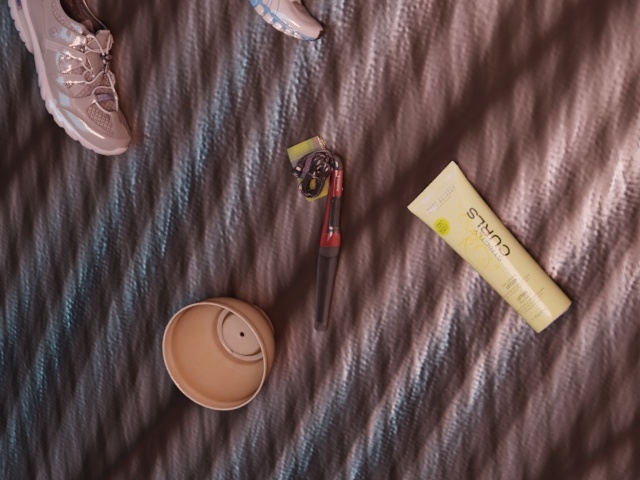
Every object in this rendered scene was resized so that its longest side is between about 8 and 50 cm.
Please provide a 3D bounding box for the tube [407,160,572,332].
[{"bbox_3d":[0.222,0.014,1.463,0.070,0.062,0.240,-40,82,-13],"label":"tube"}]

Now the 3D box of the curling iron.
[{"bbox_3d":[0.000,0.000,1.559,0.068,0.035,0.273,4,115,14],"label":"curling iron"}]

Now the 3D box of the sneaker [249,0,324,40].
[{"bbox_3d":[-0.061,-0.339,1.467,0.191,0.071,0.083,42,111,6],"label":"sneaker"}]

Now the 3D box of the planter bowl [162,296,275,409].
[{"bbox_3d":[-0.131,0.150,1.622,0.162,0.109,0.162,7,108,21],"label":"planter bowl"}]

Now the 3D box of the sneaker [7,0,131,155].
[{"bbox_3d":[-0.338,-0.253,1.588,0.115,0.105,0.281,-25,95,27],"label":"sneaker"}]

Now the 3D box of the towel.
[{"bbox_3d":[-0.008,-0.098,1.550,0.060,0.009,0.083,-21,96,28],"label":"towel"}]
